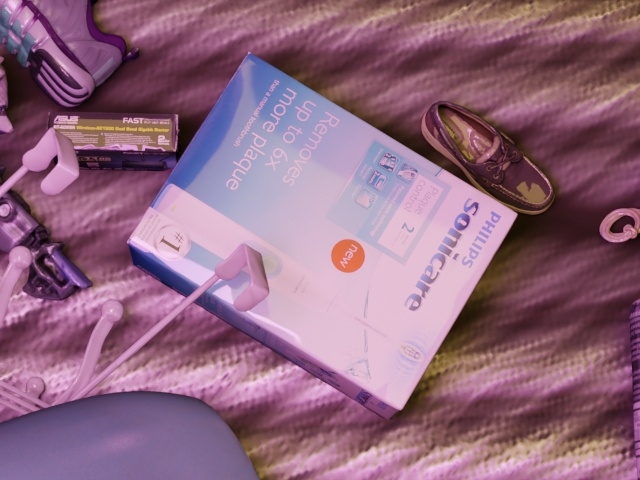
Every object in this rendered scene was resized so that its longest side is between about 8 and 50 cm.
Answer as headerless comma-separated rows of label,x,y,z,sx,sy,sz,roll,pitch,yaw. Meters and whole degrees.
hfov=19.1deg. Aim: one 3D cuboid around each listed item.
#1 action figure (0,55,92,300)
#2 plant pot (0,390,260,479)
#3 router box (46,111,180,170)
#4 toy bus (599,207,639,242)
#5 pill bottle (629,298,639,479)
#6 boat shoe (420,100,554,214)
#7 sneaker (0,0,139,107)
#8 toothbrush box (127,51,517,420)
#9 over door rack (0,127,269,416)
action figure,-0.382,-0.029,1.741,0.341,0.178,0.330,37,89,5
plant pot,-0.176,0.264,1.649,0.235,0.293,0.293,-24,82,-23
router box,-0.194,-0.093,1.798,0.122,0.092,0.038,1,80,-2
toy bus,0.370,-0.062,1.765,0.202,0.104,0.191,-39,41,-8
pill bottle,0.356,0.175,1.759,0.130,0.130,0.246,-1,80,-3
boat shoe,0.162,-0.080,1.835,0.152,0.049,0.056,34,80,3
sneaker,-0.278,-0.234,1.840,0.098,0.083,0.224,-39,88,-29
toothbrush box,0.000,0.000,1.775,0.295,0.126,0.216,32,80,2
over door rack,-0.235,0.030,1.646,0.239,0.324,0.108,32,41,-35
